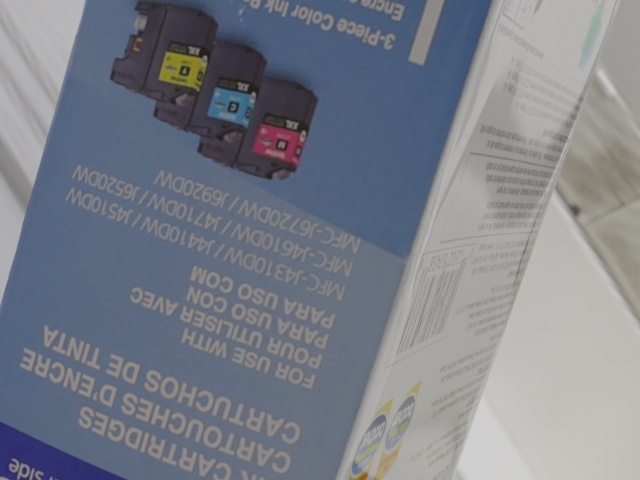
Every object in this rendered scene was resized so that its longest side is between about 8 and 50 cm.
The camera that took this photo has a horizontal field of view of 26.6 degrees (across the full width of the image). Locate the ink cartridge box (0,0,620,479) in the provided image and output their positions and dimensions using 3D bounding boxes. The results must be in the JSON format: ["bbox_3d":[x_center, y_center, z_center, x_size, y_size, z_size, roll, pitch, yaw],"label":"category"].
[{"bbox_3d":[0.000,0.000,0.576,0.151,0.270,0.395,18,-83,17],"label":"ink cartridge box"}]
